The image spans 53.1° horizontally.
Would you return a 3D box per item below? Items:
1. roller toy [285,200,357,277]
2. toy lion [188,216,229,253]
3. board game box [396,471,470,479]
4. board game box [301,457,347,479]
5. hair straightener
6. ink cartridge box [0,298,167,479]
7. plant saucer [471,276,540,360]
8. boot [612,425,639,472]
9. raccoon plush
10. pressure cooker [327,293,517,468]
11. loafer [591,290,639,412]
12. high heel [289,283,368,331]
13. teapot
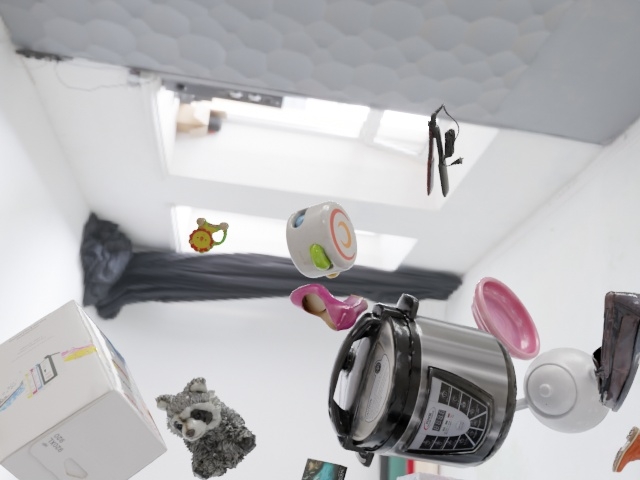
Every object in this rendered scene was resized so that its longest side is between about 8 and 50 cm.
[{"bbox_3d":[0.000,0.000,1.737,0.209,0.146,0.191,15,63,-60],"label":"roller toy"},{"bbox_3d":[-0.302,-0.010,1.717,0.034,0.100,0.096,-42,142,-87],"label":"toy lion"},{"bbox_3d":[0.349,0.591,1.455,0.318,0.319,0.066,94,5,-68],"label":"board game box"},{"bbox_3d":[-0.012,0.560,1.350,0.126,0.026,0.186,-16,-130,54],"label":"board game box"},{"bbox_3d":[0.292,-0.204,1.487,0.047,0.089,0.230,-48,142,-51],"label":"hair straightener"},{"bbox_3d":[-0.367,0.243,0.948,0.233,0.168,0.171,42,-19,47],"label":"ink cartridge box"},{"bbox_3d":[0.657,0.290,2.315,0.084,0.332,0.332,-41,-150,32],"label":"plant saucer"},{"bbox_3d":[0.957,0.656,1.958,0.158,0.084,0.059,-60,164,7],"label":"boot"},{"bbox_3d":[-0.378,0.541,1.996,0.299,0.216,0.446,59,-16,-9],"label":"raccoon plush"},{"bbox_3d":[0.224,0.369,1.617,0.375,0.420,0.370,124,-24,-47],"label":"pressure cooker"},{"bbox_3d":[0.575,0.211,1.245,0.109,0.095,0.302,-47,146,-39],"label":"loafer"},{"bbox_3d":[-0.009,0.171,1.556,0.117,0.244,0.082,-33,122,-42],"label":"high heel"},{"bbox_3d":[0.651,0.413,1.759,0.252,0.187,0.256,25,-79,46],"label":"teapot"}]
